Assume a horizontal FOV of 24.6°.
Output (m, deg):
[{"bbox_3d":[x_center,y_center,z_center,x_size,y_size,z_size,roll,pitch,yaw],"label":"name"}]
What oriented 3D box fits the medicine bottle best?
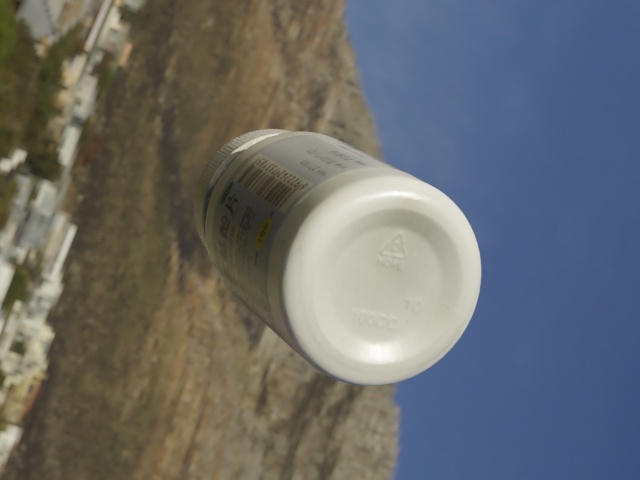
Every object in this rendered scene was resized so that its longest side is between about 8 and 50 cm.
[{"bbox_3d":[0.000,0.000,0.758,0.102,0.103,0.187,-66,-156,5],"label":"medicine bottle"}]
